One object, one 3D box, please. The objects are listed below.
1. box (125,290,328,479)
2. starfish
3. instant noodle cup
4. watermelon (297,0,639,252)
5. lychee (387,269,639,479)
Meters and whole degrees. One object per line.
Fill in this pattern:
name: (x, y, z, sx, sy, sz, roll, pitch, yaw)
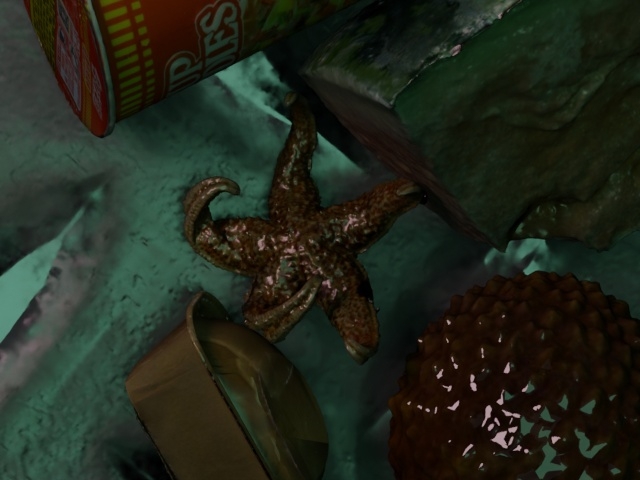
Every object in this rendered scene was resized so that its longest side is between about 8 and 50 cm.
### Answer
box: (-0.054, 0.121, 1.138, 0.111, 0.111, 0.177, -29, 98, -7)
starfish: (0.000, 0.001, 1.121, 0.146, 0.074, 0.190, -37, 61, 0)
instant noodle cup: (-0.077, -0.189, 1.087, 0.212, 0.193, 0.193, -22, 97, -17)
watermelon: (0.136, -0.117, 1.108, 0.264, 0.302, 0.151, -32, 53, -4)
lychee: (0.139, 0.135, 1.127, 0.200, 0.200, 0.238, 29, 76, -10)
